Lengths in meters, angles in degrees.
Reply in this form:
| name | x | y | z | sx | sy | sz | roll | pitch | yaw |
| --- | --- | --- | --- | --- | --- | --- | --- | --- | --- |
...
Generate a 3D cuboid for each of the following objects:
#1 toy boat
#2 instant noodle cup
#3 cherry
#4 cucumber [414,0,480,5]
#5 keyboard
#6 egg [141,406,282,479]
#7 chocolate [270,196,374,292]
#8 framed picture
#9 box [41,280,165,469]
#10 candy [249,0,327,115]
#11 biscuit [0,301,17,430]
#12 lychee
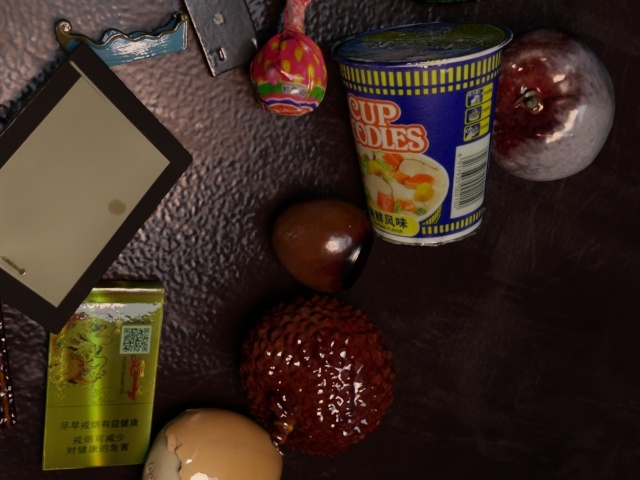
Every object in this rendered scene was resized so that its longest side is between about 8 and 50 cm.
| name | x | y | z | sx | sy | sz | roll | pitch | yaw |
| --- | --- | --- | --- | --- | --- | --- | --- | --- | --- |
| toy boat | -0.282 | -0.297 | 1.120 | 0.185 | 0.075 | 0.077 | -16 | 113 | -12 |
| instant noodle cup | 0.166 | -0.170 | 1.255 | 0.284 | 0.284 | 0.312 | -15 | 117 | -18 |
| cherry | 0.386 | -0.229 | 1.321 | 0.296 | 0.218 | 0.255 | -8 | 87 | -51 |
| cucumber | 0.274 | -0.437 | 1.319 | 0.293 | 0.067 | 0.067 | -18 | 111 | -16 |
| keyboard | -0.183 | -0.408 | 1.158 | 0.106 | 0.027 | 0.317 | -26 | 113 | -18 |
| egg | -0.176 | 0.378 | 1.283 | 0.244 | 0.201 | 0.201 | 4 | 103 | -32 |
| chocolate | 0.000 | 0.000 | 1.284 | 0.177 | 0.177 | 0.176 | -6 | 107 | -21 |
| framed picture | -0.359 | -0.067 | 1.106 | 0.347 | 0.016 | 0.265 | -56 | 135 | -14 |
| box | -0.351 | 0.217 | 1.253 | 0.173 | 0.043 | 0.311 | 2 | 104 | -23 |
| candy | -0.039 | -0.373 | 1.187 | 0.124 | 0.124 | 0.365 | 5 | 88 | -24 |
| biscuit | -0.500 | 0.092 | 1.121 | 0.073 | 0.107 | 0.388 | -8 | 107 | -24 |
| lychee | -0.008 | 0.218 | 1.261 | 0.264 | 0.264 | 0.300 | 66 | 33 | -23 |
